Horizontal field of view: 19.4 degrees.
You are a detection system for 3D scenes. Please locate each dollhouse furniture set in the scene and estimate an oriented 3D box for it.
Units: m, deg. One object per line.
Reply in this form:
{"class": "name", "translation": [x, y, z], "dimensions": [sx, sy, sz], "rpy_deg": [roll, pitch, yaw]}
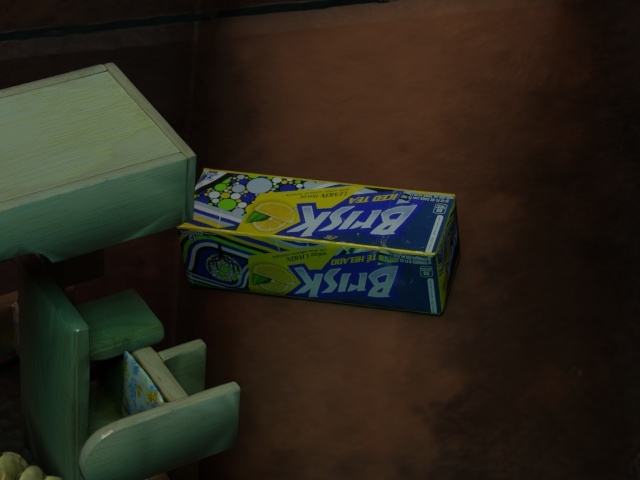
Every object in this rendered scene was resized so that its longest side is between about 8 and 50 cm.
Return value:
{"class": "dollhouse furniture set", "translation": [-0.164, 0.046, 1.010], "dimensions": [0.161, 0.242, 0.212], "rpy_deg": [-17, 43, -27]}

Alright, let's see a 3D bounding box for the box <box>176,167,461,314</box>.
{"class": "box", "translation": [0.000, 0.000, 1.172], "dimensions": [0.169, 0.054, 0.059], "rpy_deg": [6, 45, 16]}

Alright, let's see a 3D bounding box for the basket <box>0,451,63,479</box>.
{"class": "basket", "translation": [-0.168, 0.239, 0.767], "dimensions": [0.223, 0.299, 0.213], "rpy_deg": [23, 46, 28]}
